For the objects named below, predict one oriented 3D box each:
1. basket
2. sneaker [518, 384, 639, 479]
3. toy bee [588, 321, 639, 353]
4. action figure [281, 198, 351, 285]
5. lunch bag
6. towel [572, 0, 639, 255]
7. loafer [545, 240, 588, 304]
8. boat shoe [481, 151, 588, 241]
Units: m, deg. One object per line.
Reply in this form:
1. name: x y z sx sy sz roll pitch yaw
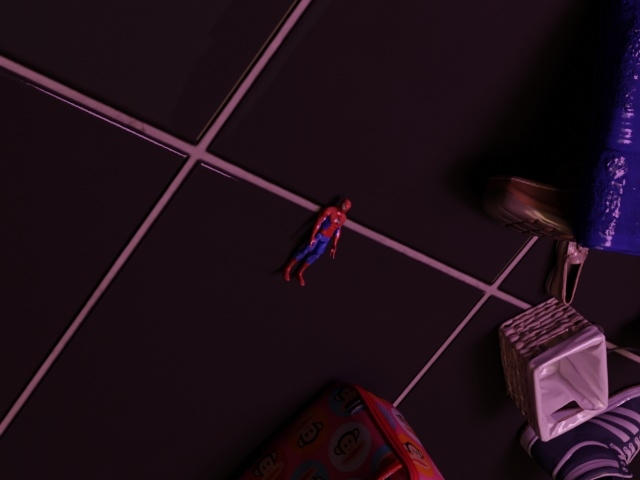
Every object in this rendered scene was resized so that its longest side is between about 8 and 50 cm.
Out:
1. basket: 0.318 0.173 1.510 0.113 0.103 0.167 -25 134 -10
2. sneaker: 0.456 0.316 1.668 0.282 0.153 0.099 -10 130 -23
3. toy bee: 0.533 0.159 1.584 0.298 0.162 0.195 -35 136 -2
4. action figure: 0.000 0.000 1.243 0.038 0.030 0.115 21 111 -34
5. lunch bag: 0.017 0.352 1.371 0.293 0.258 0.120 -47 134 10
6. towel: 0.382 -0.135 1.255 0.227 0.076 0.308 5 96 -39
7. loafer: 0.331 0.028 1.446 0.045 0.039 0.125 -8 128 -24
8. boat shoe: 0.325 -0.053 1.340 0.324 0.123 0.116 9 91 -38
